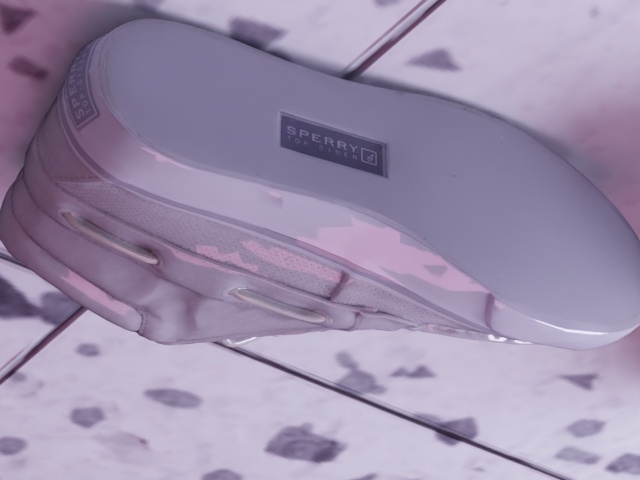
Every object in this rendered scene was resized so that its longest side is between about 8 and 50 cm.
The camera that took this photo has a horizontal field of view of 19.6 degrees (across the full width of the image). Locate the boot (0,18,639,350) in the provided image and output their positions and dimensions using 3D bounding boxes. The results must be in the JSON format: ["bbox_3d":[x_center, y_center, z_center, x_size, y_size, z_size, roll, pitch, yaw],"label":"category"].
[{"bbox_3d":[0.000,0.000,0.760,0.258,0.095,0.123,22,142,-18],"label":"boot"}]
